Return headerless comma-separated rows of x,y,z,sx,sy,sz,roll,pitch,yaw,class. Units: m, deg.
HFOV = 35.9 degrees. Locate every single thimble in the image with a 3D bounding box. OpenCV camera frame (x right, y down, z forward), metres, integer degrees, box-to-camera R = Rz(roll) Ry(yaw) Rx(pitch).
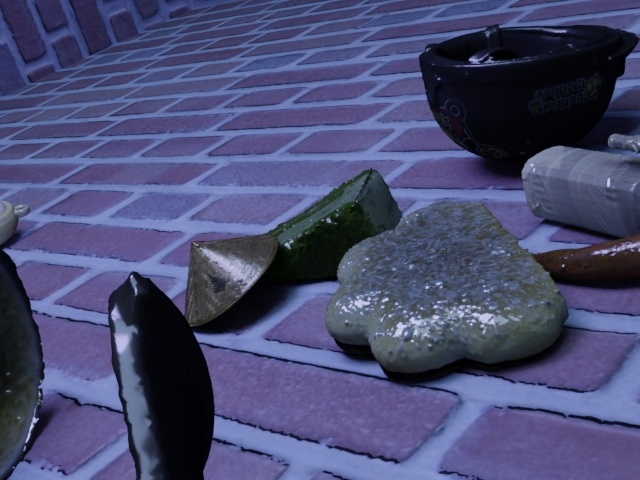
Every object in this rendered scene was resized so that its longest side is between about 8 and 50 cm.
-0.402,0.117,0.928,0.150,0.270,0.271,-12,22,21,thimble

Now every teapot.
0.298,-0.061,0.999,0.077,0.107,0.200,-26,23,-24,teapot

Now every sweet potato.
0.277,0.015,0.917,0.214,0.050,0.050,-10,23,35,sweet potato

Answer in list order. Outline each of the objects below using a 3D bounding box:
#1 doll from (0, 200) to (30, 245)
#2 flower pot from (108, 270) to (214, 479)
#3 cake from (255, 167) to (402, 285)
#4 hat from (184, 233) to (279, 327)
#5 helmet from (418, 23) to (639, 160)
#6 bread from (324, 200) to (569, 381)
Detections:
-0.626,-0.014,1.613,0.296,0.117,0.141,-24,25,-12,doll
-0.193,0.216,0.517,0.379,0.379,0.251,-26,45,-17,flower pot
-0.006,0.016,1.161,0.235,0.099,0.100,-30,16,32,cake
-0.123,0.023,1.120,0.146,0.067,0.146,-38,20,16,hat
0.263,-0.185,1.255,0.279,0.160,0.230,-9,19,-17,helmet
0.101,0.045,0.949,0.207,0.056,0.286,-23,26,-7,bread
